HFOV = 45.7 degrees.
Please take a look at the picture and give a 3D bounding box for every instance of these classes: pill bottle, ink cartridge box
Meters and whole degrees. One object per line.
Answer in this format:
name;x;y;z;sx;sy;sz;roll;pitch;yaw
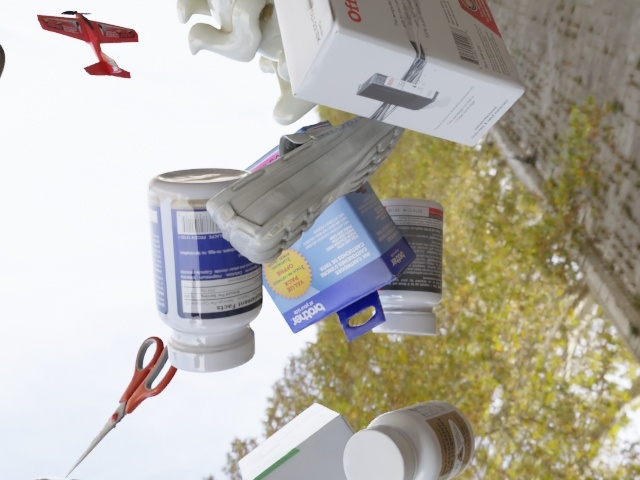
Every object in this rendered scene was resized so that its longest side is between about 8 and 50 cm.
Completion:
pill bottle;0.138;0.326;1.177;0.131;0.131;0.229;27;-168;32
pill bottle;-0.157;0.039;1.059;0.153;0.265;0.153;0;-166;0
ink cartridge box;0.000;0.000;1.509;0.395;0.270;0.151;56;-151;-2
pill bottle;0.183;0.060;1.642;0.161;0.283;0.161;2;172;0
ink cartridge box;-0.036;0.422;1.429;0.211;0.121;0.289;-35;179;-12
ink cartridge box;0.092;-0.249;0.947;0.272;0.114;0.197;11;-130;-28

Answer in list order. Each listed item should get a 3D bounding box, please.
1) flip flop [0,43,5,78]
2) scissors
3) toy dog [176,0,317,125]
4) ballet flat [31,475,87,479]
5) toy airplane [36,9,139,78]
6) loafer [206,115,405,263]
flip flop;-0.569;-0.250;1.201;0.112;0.277;0.080;36;-131;-17
scissors;-0.334;0.293;1.293;0.109;0.297;0.021;22;166;41
toy dog;-0.099;-0.473;1.405;0.408;0.395;0.285;39;-147;-40
ballet flat;-0.458;0.436;1.154;0.400;0.139;0.139;-22;-151;-7
toy airplane;-0.302;-0.264;1.025;0.151;0.028;0.151;23;-146;-17
loafer;-0.004;-0.102;0.966;0.111;0.112;0.319;43;-120;12
